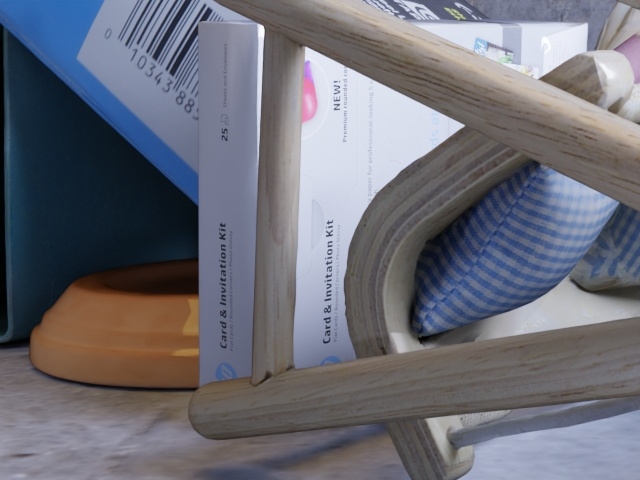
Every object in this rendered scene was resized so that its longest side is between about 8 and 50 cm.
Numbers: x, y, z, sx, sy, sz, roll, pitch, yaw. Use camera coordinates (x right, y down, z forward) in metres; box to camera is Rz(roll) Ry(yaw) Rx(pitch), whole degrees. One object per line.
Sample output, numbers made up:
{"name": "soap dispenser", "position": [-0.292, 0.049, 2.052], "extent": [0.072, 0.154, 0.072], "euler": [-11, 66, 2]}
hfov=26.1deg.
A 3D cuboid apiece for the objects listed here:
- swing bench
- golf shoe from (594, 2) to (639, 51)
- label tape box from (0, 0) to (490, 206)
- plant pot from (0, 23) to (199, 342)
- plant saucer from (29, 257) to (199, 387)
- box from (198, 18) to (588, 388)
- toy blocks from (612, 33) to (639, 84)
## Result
{"name": "swing bench", "position": [0.135, -0.011, 0.433], "extent": [0.255, 0.165, 0.253], "euler": [10, 13, 42]}
{"name": "golf shoe", "position": [0.267, -0.119, 1.144], "extent": [0.306, 0.115, 0.140], "euler": [-45, 24, 0]}
{"name": "label tape box", "position": [0.000, -0.117, 0.758], "extent": [0.249, 0.115, 0.348], "euler": [42, 24, 24]}
{"name": "plant pot", "position": [-0.157, -0.035, 0.822], "extent": [0.165, 0.165, 0.234], "euler": [1, 2, 34]}
{"name": "plant saucer", "position": [-0.039, 0.032, 0.662], "extent": [0.200, 0.037, 0.200], "euler": [-3, 7, 0]}
{"name": "box", "position": [0.034, -0.015, 0.550], "extent": [0.186, 0.145, 0.038], "euler": [-10, 15, -43]}
{"name": "toy blocks", "position": [0.236, -0.107, 0.874], "extent": [0.260, 0.309, 0.288], "euler": [-45, 14, 5]}
